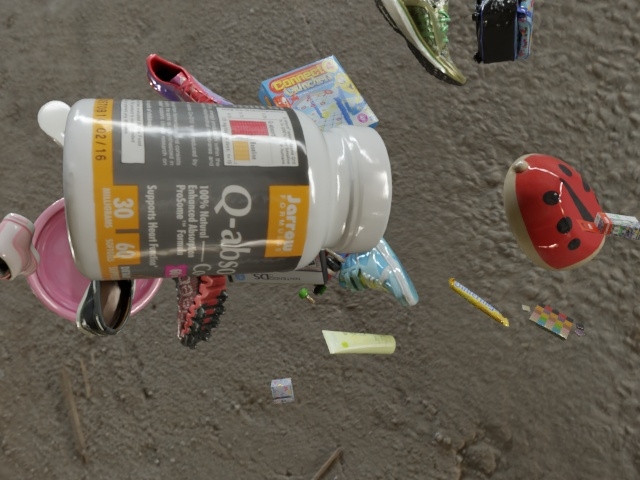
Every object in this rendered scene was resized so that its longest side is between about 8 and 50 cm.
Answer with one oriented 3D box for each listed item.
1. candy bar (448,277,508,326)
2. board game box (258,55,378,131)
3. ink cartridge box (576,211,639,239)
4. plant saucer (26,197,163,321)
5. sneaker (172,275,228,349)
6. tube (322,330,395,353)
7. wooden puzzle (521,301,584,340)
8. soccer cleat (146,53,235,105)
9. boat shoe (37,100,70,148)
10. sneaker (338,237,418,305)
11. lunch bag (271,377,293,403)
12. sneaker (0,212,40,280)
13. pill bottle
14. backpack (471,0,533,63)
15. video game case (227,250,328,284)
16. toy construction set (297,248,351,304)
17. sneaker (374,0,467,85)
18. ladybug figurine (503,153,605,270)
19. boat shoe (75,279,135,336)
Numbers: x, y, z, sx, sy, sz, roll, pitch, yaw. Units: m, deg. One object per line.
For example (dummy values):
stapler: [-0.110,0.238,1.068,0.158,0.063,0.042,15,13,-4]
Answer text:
candy bar: [0.346,0.136,1.117,0.161,0.040,0.018,36,113,0]
board game box: [-0.008,-0.458,1.766,0.302,0.308,0.086,58,158,11]
ink cartridge box: [0.616,-0.035,1.084,0.114,0.063,0.029,10,117,10]
plant saucer: [-0.562,0.043,1.282,0.084,0.331,0.333,-6,88,53]
sneaker: [-0.261,0.084,1.066,0.134,0.097,0.277,17,95,23]
tube: [0.124,0.326,1.606,0.070,0.239,0.062,-8,75,64]
wooden puzzle: [0.309,0.108,0.678,0.083,0.049,0.006,30,127,23]
soccer cleat: [-0.277,-0.318,1.113,0.247,0.095,0.083,33,76,6]
boat shoe: [-0.457,-0.191,0.946,0.184,0.063,0.066,37,71,21]
sneaker: [0.173,0.134,1.634,0.208,0.127,0.319,-33,37,7]
lunch bag: [-0.129,0.520,1.735,0.070,0.053,0.084,-6,110,0]
sneaker: [-0.400,0.027,0.650,0.134,0.050,0.070,130,157,-51]
pill bottle: [-0.084,-0.048,0.489,0.162,0.278,0.162,178,90,-72]
backpack: [0.383,-0.481,1.060,0.116,0.158,0.174,4,69,21]
video game case: [-0.120,-0.020,1.150,0.247,0.035,0.275,0,121,16]
toy construction set: [0.000,0.000,1.735,0.237,0.257,0.309,39,119,7]
sneaker: [0.342,-0.660,1.555,0.182,0.158,0.410,-39,97,14]
ladybug figurine: [0.719,-0.082,1.534,0.161,0.449,0.305,5,60,58]
boat shoe: [-0.330,0.041,0.837,0.079,0.084,0.233,-10,66,46]
